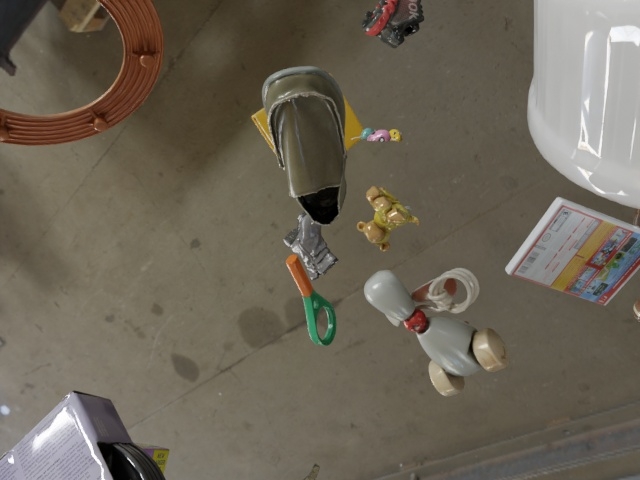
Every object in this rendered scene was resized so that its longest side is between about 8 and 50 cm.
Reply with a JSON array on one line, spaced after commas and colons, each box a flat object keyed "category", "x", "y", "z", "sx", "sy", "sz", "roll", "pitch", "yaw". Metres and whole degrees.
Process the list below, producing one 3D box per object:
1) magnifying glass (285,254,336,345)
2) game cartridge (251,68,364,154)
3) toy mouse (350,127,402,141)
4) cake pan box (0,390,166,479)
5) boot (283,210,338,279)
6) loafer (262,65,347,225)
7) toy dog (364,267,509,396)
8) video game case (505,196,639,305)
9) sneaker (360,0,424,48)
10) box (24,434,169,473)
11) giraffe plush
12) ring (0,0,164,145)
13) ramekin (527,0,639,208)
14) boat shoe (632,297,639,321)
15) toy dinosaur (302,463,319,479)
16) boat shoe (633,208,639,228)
[{"category": "magnifying glass", "x": -0.018, "y": 0.127, "z": 0.980, "sx": 0.026, "sy": 0.092, "sz": 0.230, "roll": -2, "pitch": 127, "yaw": 28}, {"category": "game cartridge", "x": -0.032, "y": -0.397, "z": 1.643, "sx": 0.285, "sy": 0.324, "sz": 0.053, "roll": 56, "pitch": 162, "yaw": -17}, {"category": "toy mouse", "x": 0.152, "y": -0.284, "z": 1.267, "sx": 0.143, "sy": 0.161, "sz": 0.031, "roll": 1, "pitch": 106, "yaw": -5}, {"category": "cake pan box", "x": -0.272, "y": 0.327, "z": 0.467, "sx": 0.267, "sy": 0.070, "sz": 0.246, "roll": -45, "pitch": 61, "yaw": -5}, {"category": "boot", "x": 0.000, "y": 0.000, "z": 1.822, "sx": 0.222, "sy": 0.118, "sz": 0.338, "roll": 52, "pitch": 146, "yaw": 12}, {"category": "loafer", "x": -0.004, "y": -0.101, "z": 0.577, "sx": 0.095, "sy": 0.087, "sz": 0.251, "roll": -13, "pitch": 151, "yaw": 6}, {"category": "toy dog", "x": 0.237, "y": 0.157, "z": 0.958, "sx": 0.220, "sy": 0.161, "sz": 0.333, "roll": -18, "pitch": 117, "yaw": 22}, {"category": "video game case", "x": 0.595, "y": 0.033, "z": 1.070, "sx": 0.285, "sy": 0.025, "sz": 0.204, "roll": 18, "pitch": 119, "yaw": -14}, {"category": "sneaker", "x": 0.219, "y": -0.619, "z": 1.238, "sx": 0.135, "sy": 0.276, "sz": 0.098, "roll": 35, "pitch": 164, "yaw": -22}, {"category": "box", "x": -0.353, "y": 0.425, "z": 0.692, "sx": 0.117, "sy": 0.242, "sz": 0.213, "roll": 2, "pitch": 156, "yaw": 14}, {"category": "giraffe plush", "x": 0.208, "y": -0.062, "z": 1.595, "sx": 0.170, "sy": 0.210, "sz": 0.181, "roll": -49, "pitch": 51, "yaw": 21}, {"category": "ring", "x": -0.377, "y": -0.248, "z": 0.643, "sx": 0.336, "sy": 0.337, "sz": 0.032, "roll": -47, "pitch": 61, "yaw": 33}, {"category": "ramekin", "x": 0.273, "y": -0.153, "z": 0.292, "sx": 0.277, "sy": 0.277, "sz": 0.135, "roll": -7, "pitch": 137, "yaw": 24}, {"category": "boat shoe", "x": 0.809, "y": 0.187, "z": 1.016, "sx": 0.258, "sy": 0.095, "sz": 0.095, "roll": 8, "pitch": 130, "yaw": 11}, {"category": "toy dinosaur", "x": -0.056, "y": 0.413, "z": 0.631, "sx": 0.118, "sy": 0.268, "sz": 0.064, "roll": 13, "pitch": 123, "yaw": 41}, {"category": "boat shoe", "x": 0.811, "y": -0.081, "z": 1.142, "sx": 0.073, "sy": 0.073, "sz": 0.207, "roll": 32, "pitch": 147, "yaw": 33}]
